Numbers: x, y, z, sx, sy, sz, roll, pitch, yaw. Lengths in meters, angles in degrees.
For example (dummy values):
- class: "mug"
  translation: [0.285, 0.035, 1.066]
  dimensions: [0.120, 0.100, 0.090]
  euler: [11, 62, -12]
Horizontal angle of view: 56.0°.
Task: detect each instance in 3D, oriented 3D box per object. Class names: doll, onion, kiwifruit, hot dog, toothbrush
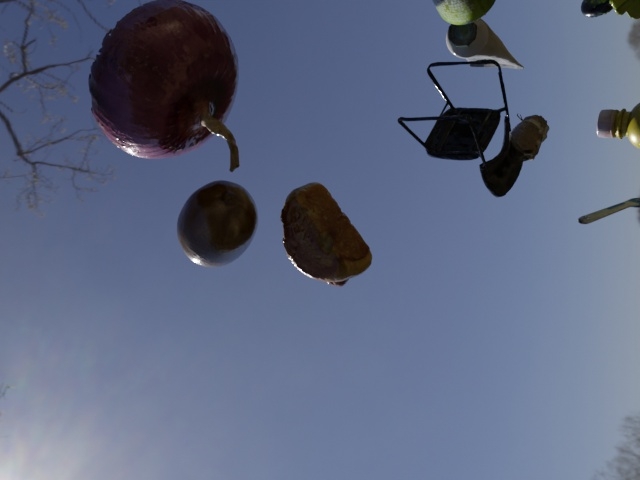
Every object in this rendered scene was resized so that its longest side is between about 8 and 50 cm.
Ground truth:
- class: "doll"
  translation: [0.631, -0.300, 1.848]
  dimensions: [0.105, 0.114, 0.221]
  euler: [101, -165, -54]
- class: "onion"
  translation: [-0.316, -0.347, 1.337]
  dimensions: [0.358, 0.344, 0.359]
  euler: [11, -90, -80]
- class: "kiwifruit"
  translation: [-0.249, -0.043, 1.468]
  dimensions: [0.195, 0.234, 0.196]
  euler: [14, -128, -19]
- class: "hot dog"
  translation: [0.000, 0.000, 1.441]
  dimensions: [0.150, 0.153, 0.257]
  euler: [-20, -112, -40]
- class: "toothbrush"
  translation: [0.814, -0.093, 1.551]
  dimensions: [0.386, 0.040, 0.040]
  euler: [-18, -72, -18]

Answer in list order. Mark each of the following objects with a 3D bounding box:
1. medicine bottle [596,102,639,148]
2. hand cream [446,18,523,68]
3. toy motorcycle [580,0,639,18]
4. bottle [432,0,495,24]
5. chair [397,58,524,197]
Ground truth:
- class: "medicine bottle"
  translation: [0.769, -0.272, 1.411]
  dimensions: [0.121, 0.212, 0.122]
  euler: [-17, -68, -51]
- class: "hand cream"
  translation: [0.324, -0.382, 1.211]
  dimensions: [0.336, 0.121, 0.076]
  euler: [-10, -66, -63]
- class: "toy motorcycle"
  translation: [0.665, -0.622, 1.289]
  dimensions: [0.142, 0.206, 0.342]
  euler: [29, -119, -22]
- class: "bottle"
  translation: [0.140, -0.401, 0.755]
  dimensions: [0.330, 0.093, 0.093]
  euler: [29, -114, -57]
- class: "chair"
  translation: [0.267, -0.194, 1.092]
  dimensions: [0.221, 0.145, 0.140]
  euler: [48, -116, -41]
